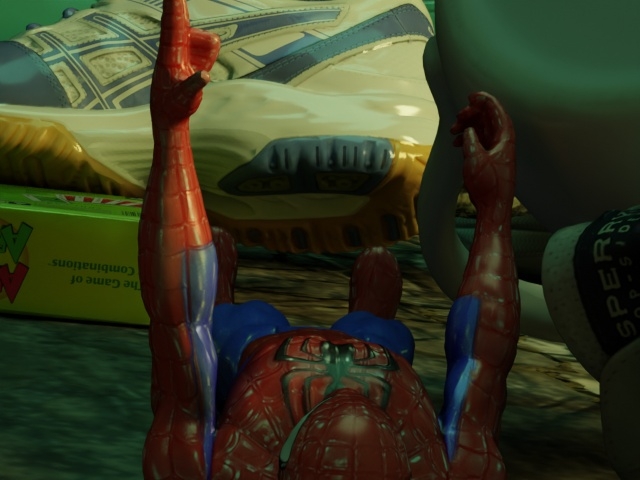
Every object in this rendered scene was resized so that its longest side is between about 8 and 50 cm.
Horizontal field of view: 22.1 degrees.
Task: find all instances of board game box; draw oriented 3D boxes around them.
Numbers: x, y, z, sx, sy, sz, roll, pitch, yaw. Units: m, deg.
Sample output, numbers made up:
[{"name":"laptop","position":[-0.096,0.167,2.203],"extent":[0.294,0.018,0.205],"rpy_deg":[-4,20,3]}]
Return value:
[{"name":"board game box","position":[-0.148,0.000,0.667],"extent":[0.181,0.043,0.092],"rpy_deg":[6,5,-9]}]

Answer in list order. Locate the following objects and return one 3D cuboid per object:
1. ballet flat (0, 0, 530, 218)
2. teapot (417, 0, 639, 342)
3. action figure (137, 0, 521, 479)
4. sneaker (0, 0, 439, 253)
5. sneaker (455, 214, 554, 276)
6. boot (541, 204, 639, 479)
[{"name":"ballet flat","position":[-0.085,-0.065,0.902],"extent":[0.482,0.164,0.182],"rpy_deg":[3,-14,2]},{"name":"teapot","position":[0.166,-0.063,0.476],"extent":[0.187,0.252,0.256],"rpy_deg":[42,-9,-34]},{"name":"action figure","position":[0.000,0.000,0.434],"extent":[0.091,0.139,0.280],"rpy_deg":[5,9,-4]},{"name":"sneaker","position":[-0.087,-0.068,0.768],"extent":[0.296,0.131,0.112],"rpy_deg":[3,-28,-4]},{"name":"sneaker","position":[0.172,-0.006,0.952],"extent":[0.258,0.094,0.091],"rpy_deg":[16,-10,48]},{"name":"boot","position":[0.099,0.009,0.307],"extent":[0.123,0.095,0.258],"rpy_deg":[1,-33,23]}]
